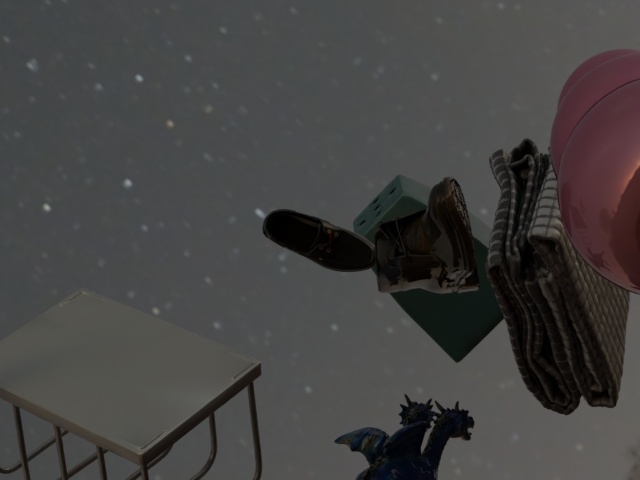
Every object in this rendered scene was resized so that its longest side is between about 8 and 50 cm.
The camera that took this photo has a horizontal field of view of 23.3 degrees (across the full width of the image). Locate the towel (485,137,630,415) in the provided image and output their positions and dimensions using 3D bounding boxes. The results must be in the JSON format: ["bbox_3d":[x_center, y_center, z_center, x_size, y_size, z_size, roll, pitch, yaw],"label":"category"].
[{"bbox_3d":[0.285,0.037,1.886,0.283,0.121,0.235,62,-149,-34],"label":"towel"}]

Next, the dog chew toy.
[{"bbox_3d":[0.310,-0.084,1.477,0.207,0.332,0.206,-2,-64,-4],"label":"dog chew toy"}]

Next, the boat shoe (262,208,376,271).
[{"bbox_3d":[-0.001,0.002,1.710,0.042,0.133,0.049,86,-156,-87],"label":"boat shoe"}]

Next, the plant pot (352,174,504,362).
[{"bbox_3d":[0.168,0.026,2.306,0.234,0.165,0.165,40,-77,-14],"label":"plant pot"}]

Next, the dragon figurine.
[{"bbox_3d":[0.071,0.238,1.654,0.289,0.085,0.144,2,-98,-54],"label":"dragon figurine"}]

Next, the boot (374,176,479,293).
[{"bbox_3d":[0.099,0.006,1.551,0.106,0.082,0.219,-10,-25,5],"label":"boot"}]

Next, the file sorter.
[{"bbox_3d":[-0.228,0.206,1.747,0.193,0.278,0.173,-35,-46,-42],"label":"file sorter"}]
